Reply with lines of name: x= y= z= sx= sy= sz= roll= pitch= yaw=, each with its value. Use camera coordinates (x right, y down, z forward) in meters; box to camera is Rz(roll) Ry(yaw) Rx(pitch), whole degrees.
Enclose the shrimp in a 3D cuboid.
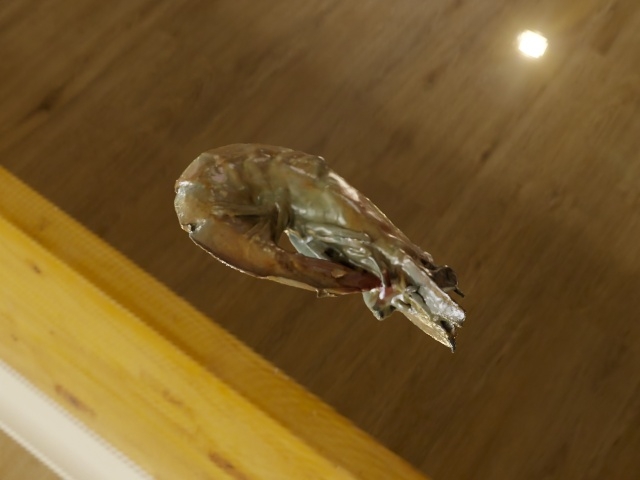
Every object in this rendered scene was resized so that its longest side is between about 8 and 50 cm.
shrimp: x=0.000 y=0.000 z=0.573 sx=0.180 sy=0.041 sz=0.099 roll=34 pitch=-143 yaw=25
